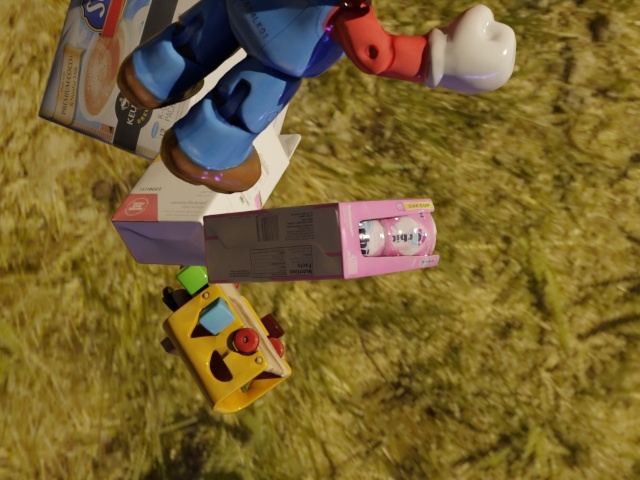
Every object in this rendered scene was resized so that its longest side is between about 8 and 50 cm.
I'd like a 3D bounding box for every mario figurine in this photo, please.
[{"bbox_3d":[0.018,-0.167,0.863,0.198,0.170,0.320,41,123,-20],"label":"mario figurine"}]

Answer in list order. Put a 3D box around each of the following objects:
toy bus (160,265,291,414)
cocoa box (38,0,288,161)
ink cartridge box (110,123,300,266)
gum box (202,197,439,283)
[{"bbox_3d":[-0.125,0.096,1.407,0.104,0.202,0.191,-37,115,6],"label":"toy bus"},{"bbox_3d":[-0.164,-0.276,1.602,0.228,0.231,0.347,21,99,26],"label":"cocoa box"},{"bbox_3d":[-0.112,-0.065,1.292,0.198,0.115,0.067,-61,139,-38],"label":"ink cartridge box"},{"bbox_3d":[0.000,0.000,1.069,0.107,0.188,0.062,-6,92,-42],"label":"gum box"}]
